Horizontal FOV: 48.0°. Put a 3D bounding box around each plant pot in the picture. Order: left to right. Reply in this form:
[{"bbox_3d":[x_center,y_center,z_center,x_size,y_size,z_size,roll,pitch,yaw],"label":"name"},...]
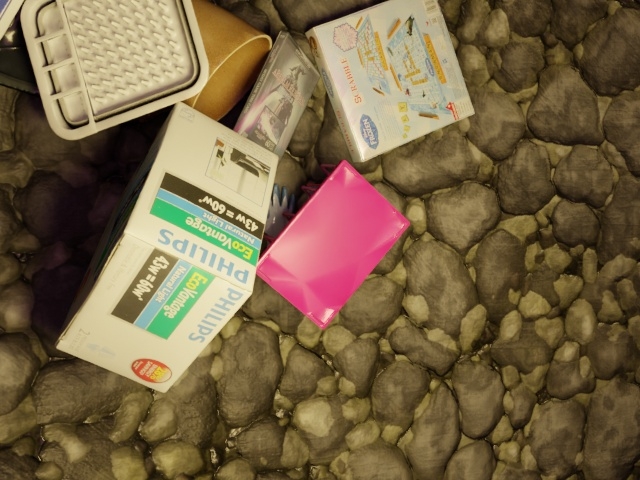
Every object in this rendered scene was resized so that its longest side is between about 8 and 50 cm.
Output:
[{"bbox_3d":[-0.271,-0.393,1.439,0.254,0.237,0.237,41,80,5],"label":"plant pot"}]

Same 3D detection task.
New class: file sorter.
[{"bbox_3d":[0.000,0.000,1.551,0.202,0.182,0.290,42,83,-18],"label":"file sorter"}]

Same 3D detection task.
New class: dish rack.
[{"bbox_3d":[-0.367,-0.355,1.317,0.333,0.072,0.285,-16,88,15],"label":"dish rack"}]

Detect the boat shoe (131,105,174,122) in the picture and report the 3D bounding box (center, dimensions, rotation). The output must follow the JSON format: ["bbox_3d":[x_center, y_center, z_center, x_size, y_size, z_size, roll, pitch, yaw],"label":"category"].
[{"bbox_3d":[-0.370,-0.278,1.494,0.178,0.064,0.060,-13,131,-26],"label":"boat shoe"}]

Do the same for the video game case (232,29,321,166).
[{"bbox_3d":[-0.097,-0.279,1.533,0.026,0.196,0.274,24,85,24],"label":"video game case"}]

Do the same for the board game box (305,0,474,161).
[{"bbox_3d":[0.166,-0.385,1.665,0.318,0.066,0.318,-24,102,-17],"label":"board game box"}]

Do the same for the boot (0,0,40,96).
[{"bbox_3d":[-0.559,-0.390,1.394,0.247,0.094,0.207,17,92,-14],"label":"boot"}]

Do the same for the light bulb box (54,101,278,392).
[{"bbox_3d":[-0.273,0.014,1.313,0.225,0.358,0.361,27,40,-18],"label":"light bulb box"}]

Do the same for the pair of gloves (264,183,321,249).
[{"bbox_3d":[-0.050,-0.052,1.637,0.198,0.023,0.159,-5,97,-18],"label":"pair of gloves"}]

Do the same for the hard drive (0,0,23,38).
[{"bbox_3d":[-0.685,-0.526,1.313,0.319,0.040,0.210,27,84,1],"label":"hard drive"}]
